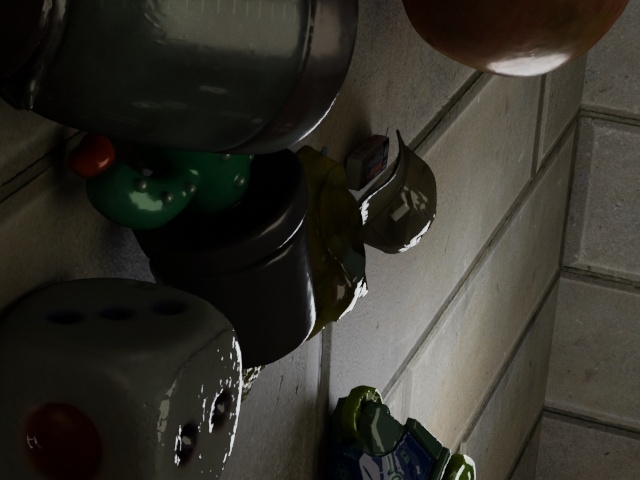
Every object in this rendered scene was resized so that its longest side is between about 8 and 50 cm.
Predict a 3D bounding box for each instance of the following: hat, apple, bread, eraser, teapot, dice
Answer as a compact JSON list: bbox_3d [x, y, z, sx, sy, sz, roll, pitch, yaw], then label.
[{"bbox_3d":[0.129,-0.065,2.266,0.166,0.144,0.173,-62,-168,-10],"label":"hat"},{"bbox_3d":[0.280,-0.409,2.217,0.364,0.364,0.363,12,90,-72],"label":"apple"},{"bbox_3d":[0.000,0.000,2.001,0.233,0.088,0.161,69,28,-20],"label":"bread"},{"bbox_3d":[0.069,-0.115,2.274,0.122,0.029,0.052,-42,140,-60],"label":"eraser"},{"bbox_3d":[-0.157,-0.232,1.254,0.312,0.233,0.314,1,82,-45],"label":"teapot"},{"bbox_3d":[-0.192,0.152,1.431,0.192,0.193,0.194,-34,132,-62],"label":"dice"}]

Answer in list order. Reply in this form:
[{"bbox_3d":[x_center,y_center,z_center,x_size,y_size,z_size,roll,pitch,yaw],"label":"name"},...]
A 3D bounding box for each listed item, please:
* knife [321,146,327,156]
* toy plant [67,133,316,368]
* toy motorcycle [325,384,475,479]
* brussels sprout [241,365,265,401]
[{"bbox_3d":[-0.043,-0.003,2.050,0.044,0.019,0.313,74,31,-50],"label":"knife"},{"bbox_3d":[-0.117,-0.055,1.551,0.279,0.185,0.400,-39,134,-30],"label":"toy plant"},{"bbox_3d":[0.094,0.374,2.467,0.326,0.191,0.200,48,59,-49],"label":"toy motorcycle"},{"bbox_3d":[-0.132,0.165,1.772,0.181,0.100,0.139,-53,159,-54],"label":"brussels sprout"}]
